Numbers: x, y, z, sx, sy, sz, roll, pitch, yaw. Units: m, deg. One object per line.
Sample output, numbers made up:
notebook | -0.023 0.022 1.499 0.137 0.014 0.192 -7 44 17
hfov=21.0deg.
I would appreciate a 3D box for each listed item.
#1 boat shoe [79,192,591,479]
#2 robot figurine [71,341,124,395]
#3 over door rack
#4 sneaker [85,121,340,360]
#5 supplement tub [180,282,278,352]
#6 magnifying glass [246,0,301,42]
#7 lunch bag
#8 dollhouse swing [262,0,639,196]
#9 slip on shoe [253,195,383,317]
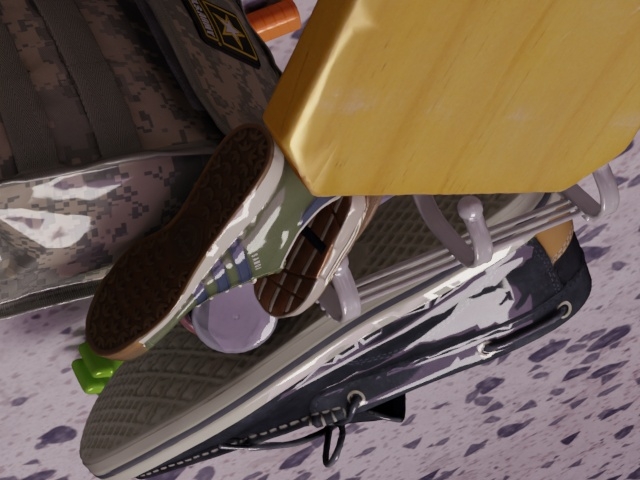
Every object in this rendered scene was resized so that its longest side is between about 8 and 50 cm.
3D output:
boat shoe | 0.008 0.097 1.489 0.500 0.187 0.156 -29 119 17
robot figurine | -0.182 0.118 1.684 0.115 0.067 0.101 -6 138 -36
over door rack | 0.041 -0.072 1.337 0.240 0.324 0.108 -20 120 -18
sneaker | -0.060 0.012 1.086 0.086 0.064 0.192 16 125 -44
supplement tub | -0.079 0.016 1.440 0.106 0.198 0.106 -4 117 -7
magnifying glass | -0.124 -0.134 1.343 0.231 0.026 0.092 -24 153 -8
lunch bag | -0.148 -0.094 1.158 0.287 0.235 0.169 -13 147 -26
dollhouse swing | 0.093 -0.239 1.049 0.347 0.315 0.305 -3 148 -39
slip on shoe | 0.000 0.000 1.149 0.041 0.051 0.135 -17 146 -44
